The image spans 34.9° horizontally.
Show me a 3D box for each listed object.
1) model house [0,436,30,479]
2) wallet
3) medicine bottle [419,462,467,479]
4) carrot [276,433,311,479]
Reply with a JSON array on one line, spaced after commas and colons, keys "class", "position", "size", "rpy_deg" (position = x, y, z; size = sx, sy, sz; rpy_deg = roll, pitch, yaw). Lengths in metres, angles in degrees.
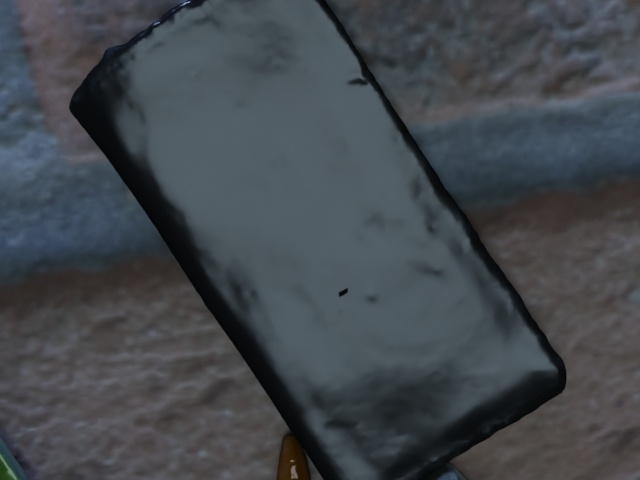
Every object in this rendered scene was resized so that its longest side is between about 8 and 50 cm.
[{"class": "model house", "position": [-0.229, 0.129, 0.418], "size": [0.340, 0.323, 0.300], "rpy_deg": [-30, 100, 7]}, {"class": "wallet", "position": [0.000, 0.000, 0.538], "size": [0.146, 0.030, 0.285], "rpy_deg": [-32, 98, 10]}, {"class": "medicine bottle", "position": [0.050, 0.189, 0.561], "size": [0.118, 0.055, 0.074], "rpy_deg": [-40, 101, 7]}, {"class": "carrot", "position": [-0.024, 0.179, 0.574], "size": [0.035, 0.035, 0.142], "rpy_deg": [13, 96, -2]}]
